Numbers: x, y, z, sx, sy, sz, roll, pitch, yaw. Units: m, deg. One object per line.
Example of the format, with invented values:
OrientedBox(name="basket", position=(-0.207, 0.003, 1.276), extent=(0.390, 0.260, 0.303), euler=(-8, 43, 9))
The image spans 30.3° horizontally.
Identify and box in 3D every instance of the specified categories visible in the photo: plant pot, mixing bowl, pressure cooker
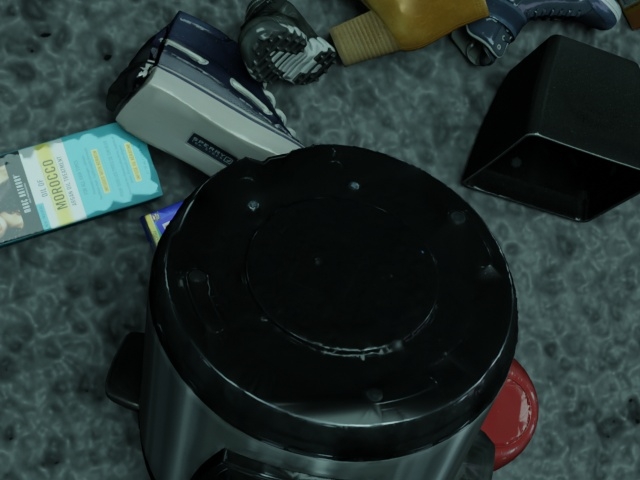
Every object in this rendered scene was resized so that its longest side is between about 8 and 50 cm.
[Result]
OrientedBox(name="plant pot", position=(0.311, -0.147, 1.498), extent=(0.187, 0.188, 0.167), euler=(17, 68, -14))
OrientedBox(name="mixing bowl", position=(0.201, 0.210, 1.469), extent=(0.181, 0.098, 0.181), euler=(1, 85, -16))
OrientedBox(name="pressure cooker", position=(-0.005, 0.155, 1.255), extent=(0.376, 0.420, 0.370), euler=(-23, 60, -27))

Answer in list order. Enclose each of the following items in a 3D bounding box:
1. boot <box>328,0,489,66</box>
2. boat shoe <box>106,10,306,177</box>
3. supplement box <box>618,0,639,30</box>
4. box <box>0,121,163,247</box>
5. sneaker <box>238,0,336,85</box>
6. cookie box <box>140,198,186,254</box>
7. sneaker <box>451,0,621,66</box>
OrientedBox(name="boot", position=(0.074, -0.376, 1.446), extent=(0.211, 0.104, 0.295), euler=(-23, 102, 5))
OrientedBox(name="boat shoe", position=(-0.075, -0.136, 1.393), extent=(0.340, 0.127, 0.158), euler=(35, 46, -20))
OrientedBox(name="supplement box", position=(0.419, -0.409, 1.597), extent=(0.078, 0.080, 0.233), euler=(-28, 95, -18))
OrientedBox(name="box", position=(-0.314, -0.060, 1.355), extent=(0.244, 0.060, 0.100), euler=(-19, 91, -18))
OrientedBox(name="sneaker", position=(-0.060, -0.241, 1.381), extent=(0.078, 0.234, 0.106), euler=(-43, 80, 15))
OrientedBox(name="cookie box", position=(-0.148, -0.006, 1.411), extent=(0.107, 0.040, 0.091), euler=(-23, 93, -16))
OrientedBox(name="sneaker", position=(0.274, -0.284, 1.538), extent=(0.226, 0.086, 0.163), euler=(24, 81, -15))
